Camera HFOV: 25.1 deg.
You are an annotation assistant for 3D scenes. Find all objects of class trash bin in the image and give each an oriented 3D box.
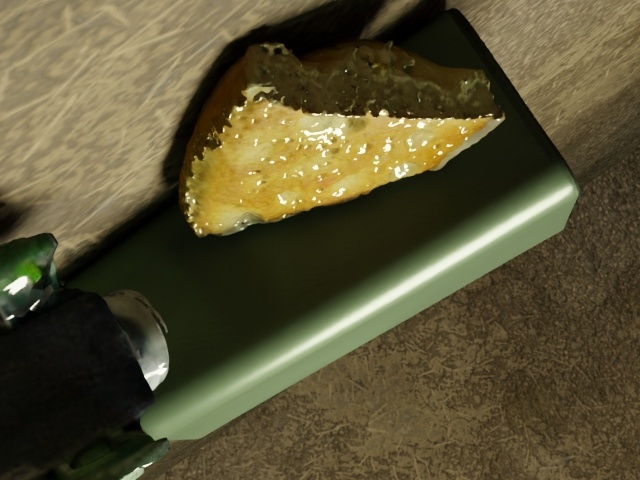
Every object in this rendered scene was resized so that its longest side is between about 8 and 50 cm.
[{"bbox_3d":[0.000,0.000,1.074,0.343,0.158,0.223,-31,171,2],"label":"trash bin"}]

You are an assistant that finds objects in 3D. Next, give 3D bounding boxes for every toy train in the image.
[{"bbox_3d":[-0.240,0.128,0.797,0.307,0.173,0.249,-29,178,-40],"label":"toy train"}]

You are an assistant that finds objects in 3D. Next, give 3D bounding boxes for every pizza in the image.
[{"bbox_3d":[-0.008,-0.072,0.918,0.188,0.080,0.204,-3,158,-30],"label":"pizza"}]
